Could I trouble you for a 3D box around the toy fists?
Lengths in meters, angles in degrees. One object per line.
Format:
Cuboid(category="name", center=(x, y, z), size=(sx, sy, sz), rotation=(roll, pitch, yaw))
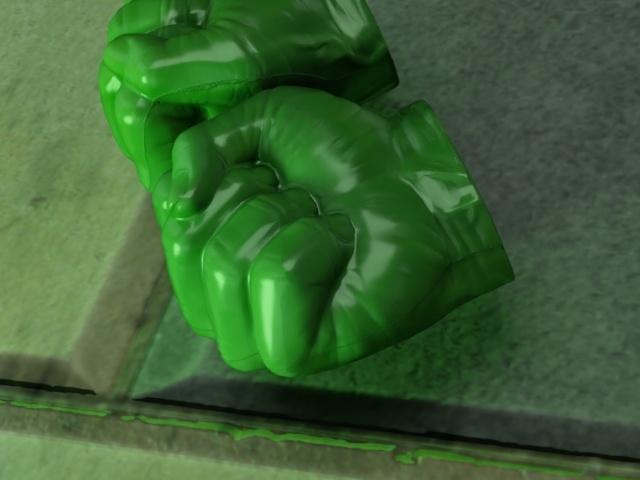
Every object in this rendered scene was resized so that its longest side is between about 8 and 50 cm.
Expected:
Cuboid(category="toy fists", center=(-0.025, -0.049, 0.843), size=(0.142, 0.096, 0.279), rotation=(-27, 47, 0))
